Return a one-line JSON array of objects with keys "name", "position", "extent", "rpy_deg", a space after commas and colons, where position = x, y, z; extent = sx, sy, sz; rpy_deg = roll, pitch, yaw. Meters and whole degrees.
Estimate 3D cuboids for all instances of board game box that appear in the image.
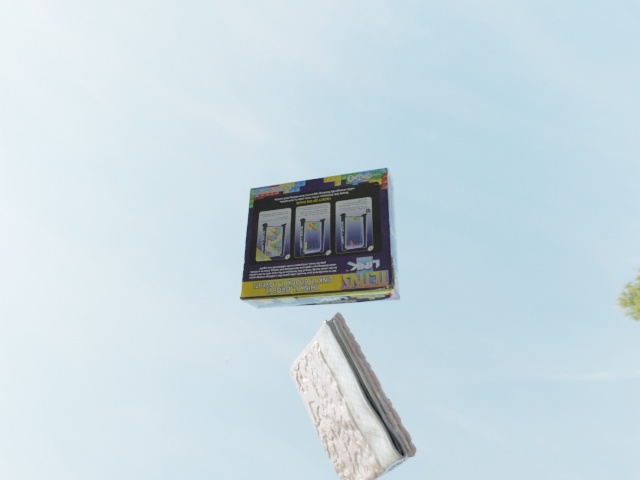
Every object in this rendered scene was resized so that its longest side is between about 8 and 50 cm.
[{"name": "board game box", "position": [0.000, 0.000, 0.477], "extent": [0.170, 0.048, 0.141], "rpy_deg": [-6, -112, 18]}]

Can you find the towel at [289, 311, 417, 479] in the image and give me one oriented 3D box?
[{"name": "towel", "position": [0.048, 0.379, 0.964], "extent": [0.053, 0.317, 0.332], "rpy_deg": [-11, -124, -31]}]
